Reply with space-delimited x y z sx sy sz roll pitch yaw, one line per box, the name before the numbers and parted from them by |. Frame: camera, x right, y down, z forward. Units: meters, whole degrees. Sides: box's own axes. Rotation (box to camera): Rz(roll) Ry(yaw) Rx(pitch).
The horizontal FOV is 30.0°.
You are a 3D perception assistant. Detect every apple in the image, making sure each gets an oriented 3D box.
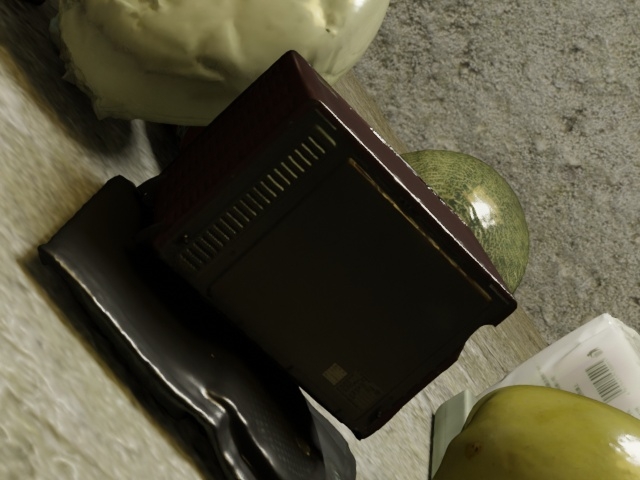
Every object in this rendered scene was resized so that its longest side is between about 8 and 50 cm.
apple | 0.206 0.259 1.062 0.262 0.262 0.262 51 12 -15

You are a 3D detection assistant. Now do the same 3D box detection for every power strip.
power strip | 0.176 0.259 1.387 0.098 0.058 0.338 53 11 -5

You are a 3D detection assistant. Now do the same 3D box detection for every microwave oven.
microwave oven | 0.001 -0.001 0.948 0.247 0.178 0.188 44 8 -21

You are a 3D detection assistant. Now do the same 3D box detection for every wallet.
wallet | -0.074 0.097 0.901 0.323 0.041 0.247 50 10 -10

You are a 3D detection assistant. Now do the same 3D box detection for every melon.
melon | 0.158 0.001 1.608 0.248 0.249 0.329 55 8 6

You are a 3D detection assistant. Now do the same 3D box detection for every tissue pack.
tissue pack | 0.362 0.296 1.503 0.194 0.266 0.356 47 14 -33

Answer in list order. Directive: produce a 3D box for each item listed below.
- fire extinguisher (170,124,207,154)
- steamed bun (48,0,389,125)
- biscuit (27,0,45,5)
fire extinguisher | -0.133 -0.154 1.273 0.147 0.106 0.337 17 30 -30
steamed bun | -0.097 -0.249 1.109 0.233 0.312 0.333 130 -36 -69
biscuit | -0.298 -0.267 1.102 0.130 0.019 0.119 45 15 -40
